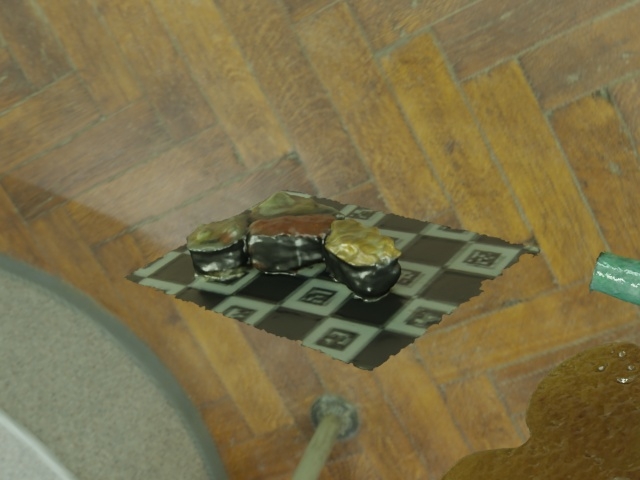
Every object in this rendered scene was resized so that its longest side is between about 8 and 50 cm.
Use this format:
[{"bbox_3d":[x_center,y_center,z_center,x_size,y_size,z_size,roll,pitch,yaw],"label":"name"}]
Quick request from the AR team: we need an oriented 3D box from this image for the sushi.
[{"bbox_3d":[0.000,0.000,0.520,0.201,0.139,0.031,15,125,41],"label":"sushi"}]

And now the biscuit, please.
[{"bbox_3d":[0.221,0.263,0.855,0.283,0.432,0.064,-11,123,42],"label":"biscuit"}]

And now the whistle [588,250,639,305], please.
[{"bbox_3d":[0.304,0.051,0.732,0.186,0.039,0.039,18,119,26],"label":"whistle"}]
